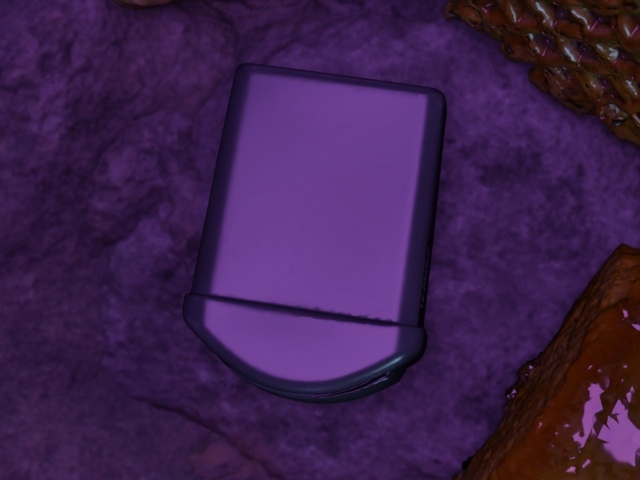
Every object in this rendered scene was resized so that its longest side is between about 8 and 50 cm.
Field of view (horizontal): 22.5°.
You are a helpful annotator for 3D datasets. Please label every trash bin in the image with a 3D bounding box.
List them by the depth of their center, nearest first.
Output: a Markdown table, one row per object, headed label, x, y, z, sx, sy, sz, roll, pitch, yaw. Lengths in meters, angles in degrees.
| label | x | y | z | sx | sy | sz | roll | pitch | yaw |
| --- | --- | --- | --- | --- | --- | --- | --- | --- | --- |
| trash bin | 0.000 | 0.000 | 1.176 | 0.176 | 0.101 | 0.236 | 9 | 85 | 8 |

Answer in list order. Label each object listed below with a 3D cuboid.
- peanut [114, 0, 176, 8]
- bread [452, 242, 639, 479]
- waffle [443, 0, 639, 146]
| label | x | y | z | sx | sy | sz | roll | pitch | yaw |
| --- | --- | --- | --- | --- | --- | --- | --- | --- | --- |
| peanut | -0.084 | -0.269 | 1.195 | 0.098 | 0.103 | 0.229 | 42 | 93 | -6 |
| bread | 0.212 | 0.135 | 1.124 | 0.160 | 0.147 | 0.261 | 37 | 91 | 4 |
| waffle | 0.185 | -0.150 | 1.093 | 0.245 | 0.254 | 0.052 | 35 | 76 | 12 |
